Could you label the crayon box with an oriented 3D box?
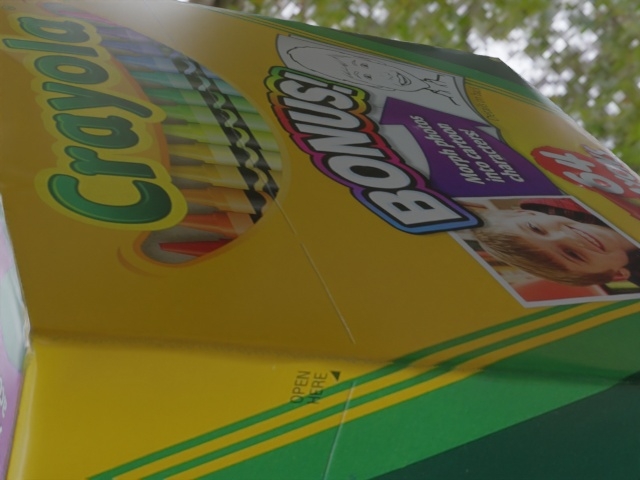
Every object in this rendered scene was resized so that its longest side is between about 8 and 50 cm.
[{"bbox_3d":[0.000,0.000,0.607,0.313,0.106,0.363,8,-156,-23],"label":"crayon box"}]
